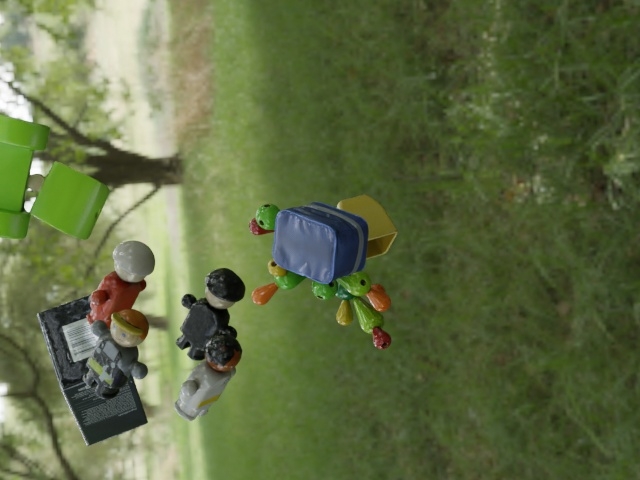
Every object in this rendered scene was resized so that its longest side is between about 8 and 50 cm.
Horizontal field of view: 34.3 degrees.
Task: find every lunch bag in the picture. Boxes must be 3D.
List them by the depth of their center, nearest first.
[{"bbox_3d":[0.000,0.000,1.090,0.098,0.065,0.067,23,115,36],"label":"lunch bag"}]

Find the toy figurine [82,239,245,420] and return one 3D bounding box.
[{"bbox_3d":[-0.206,0.118,1.397,0.148,0.213,0.209,-59,21,27],"label":"toy figurine"}]

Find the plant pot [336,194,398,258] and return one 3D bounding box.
[{"bbox_3d":[0.060,-0.022,1.609,0.081,0.081,0.083,112,139,-61],"label":"plant pot"}]

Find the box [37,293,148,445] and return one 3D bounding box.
[{"bbox_3d":[-0.362,0.208,1.662,0.207,0.108,0.153,89,157,-53],"label":"box"}]

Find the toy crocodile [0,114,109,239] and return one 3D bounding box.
[{"bbox_3d":[-0.366,-0.074,0.965,0.105,0.341,0.115,-158,80,-74],"label":"toy crocodile"}]

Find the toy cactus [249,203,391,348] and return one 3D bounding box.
[{"bbox_3d":[-0.004,0.027,1.214,0.112,0.219,0.180,-47,23,19],"label":"toy cactus"}]
